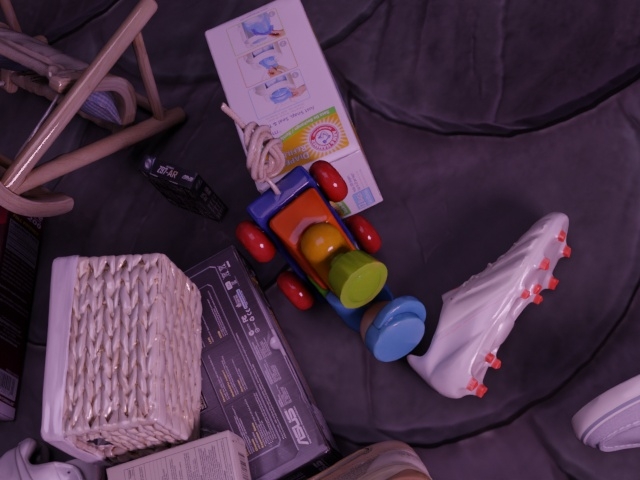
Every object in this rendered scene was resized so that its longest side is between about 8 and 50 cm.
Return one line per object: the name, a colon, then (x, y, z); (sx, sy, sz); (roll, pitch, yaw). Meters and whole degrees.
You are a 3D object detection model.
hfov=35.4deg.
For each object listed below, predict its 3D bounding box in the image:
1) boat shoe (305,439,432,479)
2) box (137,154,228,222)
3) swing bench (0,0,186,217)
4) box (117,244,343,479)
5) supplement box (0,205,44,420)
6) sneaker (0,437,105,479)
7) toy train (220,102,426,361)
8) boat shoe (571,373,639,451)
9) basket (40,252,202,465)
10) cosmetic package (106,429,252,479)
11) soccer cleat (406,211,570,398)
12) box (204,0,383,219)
boat shoe: (-0.038, 0.271, 0.833); (0.302, 0.109, 0.098); (-34, 21, 0)
box: (-0.139, -0.052, 1.018); (0.067, 0.083, 0.018); (20, 74, 25)
swing bench: (-0.327, -0.159, 1.045); (0.253, 0.165, 0.255); (29, 59, 28)
box: (-0.108, 0.145, 0.930); (0.183, 0.056, 0.231); (-30, 61, 3)
supplement box: (-0.375, 0.067, 1.043); (0.130, 0.073, 0.239); (-7, 62, 14)
sneaker: (-0.223, 0.254, 0.900); (0.232, 0.090, 0.115); (31, 74, 26)
toy train: (0.000, 0.000, 0.844); (0.105, 0.248, 0.143); (-40, 49, -4)
boat shoe: (0.317, 0.135, 0.787); (0.228, 0.079, 0.081); (-17, 57, 6)
basket: (-0.168, 0.101, 0.873); (0.103, 0.113, 0.167); (-9, 64, 12)
cosmetic package: (-0.118, 0.208, 0.848); (0.115, 0.041, 0.060); (-18, 63, 9)
soccer cleat: (0.151, 0.048, 0.890); (0.076, 0.068, 0.196); (30, 80, 30)
box: (-0.027, -0.123, 0.998); (0.103, 0.114, 0.203); (-23, 61, 5)
